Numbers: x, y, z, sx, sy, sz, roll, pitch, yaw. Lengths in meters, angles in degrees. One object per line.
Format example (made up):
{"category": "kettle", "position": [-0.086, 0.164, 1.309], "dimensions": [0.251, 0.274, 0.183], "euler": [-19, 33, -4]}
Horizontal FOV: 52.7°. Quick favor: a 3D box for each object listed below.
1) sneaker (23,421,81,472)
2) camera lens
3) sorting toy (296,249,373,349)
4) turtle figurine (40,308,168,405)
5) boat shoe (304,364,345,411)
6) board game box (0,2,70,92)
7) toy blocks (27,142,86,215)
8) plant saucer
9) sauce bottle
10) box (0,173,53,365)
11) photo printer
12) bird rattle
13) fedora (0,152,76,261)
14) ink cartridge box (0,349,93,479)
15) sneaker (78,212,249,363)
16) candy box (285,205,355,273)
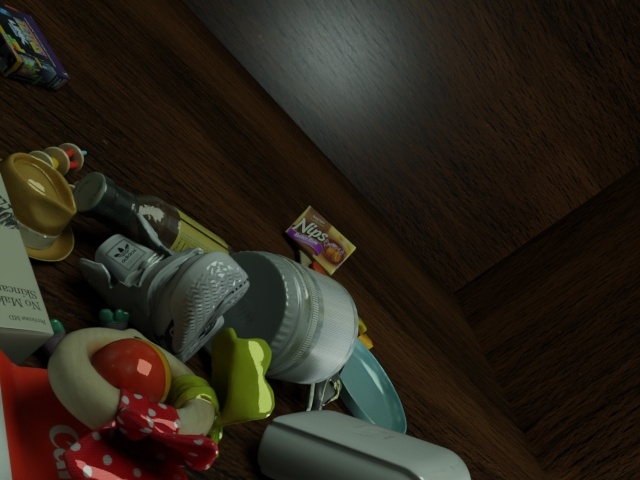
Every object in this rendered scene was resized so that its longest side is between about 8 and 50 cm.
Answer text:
{"category": "sneaker", "position": [-0.322, 0.234, 0.538], "dimensions": [0.122, 0.110, 0.283], "euler": [31, 16, 3]}
{"category": "camera lens", "position": [-0.073, 0.147, 1.204], "dimensions": [0.274, 0.219, 0.219], "euler": [29, 27, -56]}
{"category": "sorting toy", "position": [0.048, 0.173, 1.862], "dimensions": [0.307, 0.041, 0.229], "euler": [44, 17, -29]}
{"category": "turtle figurine", "position": [-0.256, 0.189, 0.754], "dimensions": [0.175, 0.118, 0.234], "euler": [5, 38, -38]}
{"category": "boat shoe", "position": [0.012, 0.296, 1.357], "dimensions": [0.069, 0.081, 0.228], "euler": [17, 15, 2]}
{"category": "board game box", "position": [-0.575, -0.373, 1.226], "dimensions": [0.170, 0.048, 0.141], "euler": [55, 16, 10]}
{"category": "toy blocks", "position": [-0.413, -0.107, 1.089], "dimensions": [0.123, 0.054, 0.148], "euler": [50, 15, -8]}
{"category": "plant saucer", "position": [0.101, 0.354, 1.603], "dimensions": [0.317, 0.044, 0.317], "euler": [47, 15, -17]}
{"category": "sauce bottle", "position": [-0.278, -0.012, 1.116], "dimensions": [0.344, 0.111, 0.111], "euler": [43, 17, -54]}
{"category": "box", "position": [-0.410, 0.014, 0.737], "dimensions": [0.275, 0.094, 0.113], "euler": [59, 16, 24]}
{"category": "photo printer", "position": [0.087, 0.372, 1.065], "dimensions": [0.308, 0.107, 0.256], "euler": [11, -5, 28]}
{"category": "bird rattle", "position": [-0.165, 0.158, 0.606], "dimensions": [0.207, 0.143, 0.253], "euler": [31, 15, 16]}
{"category": "fedora", "position": [-0.416, -0.063, 0.928], "dimensions": [0.194, 0.079, 0.194], "euler": [48, 15, -18]}
{"category": "ink cartridge box", "position": [-0.275, 0.155, 0.503], "dimensions": [0.385, 0.091, 0.308], "euler": [15, 21, -38]}
{"category": "sneaker", "position": [-0.229, 0.056, 0.898], "dimensions": [0.210, 0.137, 0.366], "euler": [44, -25, 2]}
{"category": "candy box", "position": [0.000, 0.000, 1.905], "dimensions": [0.187, 0.109, 0.053], "euler": [43, -6, 6]}
